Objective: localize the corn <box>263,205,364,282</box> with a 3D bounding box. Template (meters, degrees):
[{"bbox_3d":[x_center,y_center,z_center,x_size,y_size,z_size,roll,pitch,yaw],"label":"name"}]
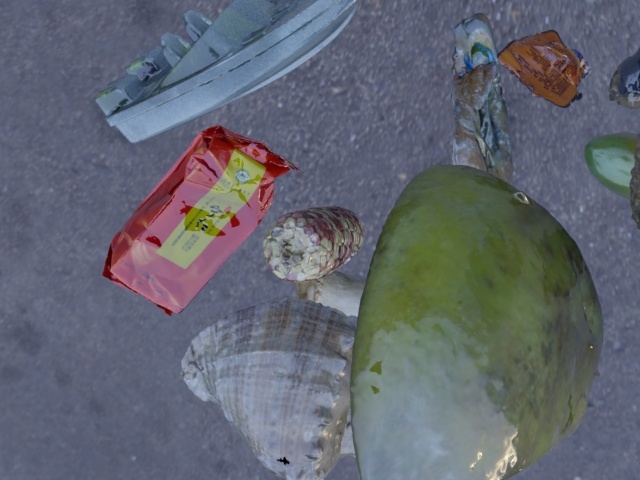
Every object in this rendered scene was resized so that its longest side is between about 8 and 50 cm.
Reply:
[{"bbox_3d":[0.000,0.000,1.272,0.098,0.290,0.098,1,94,14],"label":"corn"}]

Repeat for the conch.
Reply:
[{"bbox_3d":[-0.043,0.250,1.478,0.352,0.210,0.297,15,107,-20],"label":"conch"}]

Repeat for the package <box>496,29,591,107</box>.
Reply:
[{"bbox_3d":[0.210,-0.158,0.828,0.033,0.111,0.077,-34,90,41],"label":"package"}]

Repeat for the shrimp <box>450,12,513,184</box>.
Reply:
[{"bbox_3d":[0.298,-0.232,1.781,0.110,0.445,0.221,-13,156,30],"label":"shrimp"}]

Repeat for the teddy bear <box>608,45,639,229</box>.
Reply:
[{"bbox_3d":[0.277,-0.129,0.620,0.182,0.251,0.129,-12,137,28],"label":"teddy bear"}]

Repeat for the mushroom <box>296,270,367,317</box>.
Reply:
[{"bbox_3d":[0.110,0.141,1.838,0.351,0.122,0.095,24,136,-14],"label":"mushroom"}]

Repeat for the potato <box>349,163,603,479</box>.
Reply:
[{"bbox_3d":[0.126,0.105,0.698,0.112,0.255,0.269,-13,114,37],"label":"potato"}]

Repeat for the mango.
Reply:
[{"bbox_3d":[0.536,-0.131,1.578,0.156,0.251,0.114,37,102,30],"label":"mango"}]

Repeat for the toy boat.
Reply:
[{"bbox_3d":[-0.086,-0.191,0.903,0.319,0.141,0.092,-17,120,38],"label":"toy boat"}]

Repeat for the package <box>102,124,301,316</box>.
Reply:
[{"bbox_3d":[-0.243,-0.047,1.829,0.196,0.123,0.423,32,109,-27],"label":"package"}]
